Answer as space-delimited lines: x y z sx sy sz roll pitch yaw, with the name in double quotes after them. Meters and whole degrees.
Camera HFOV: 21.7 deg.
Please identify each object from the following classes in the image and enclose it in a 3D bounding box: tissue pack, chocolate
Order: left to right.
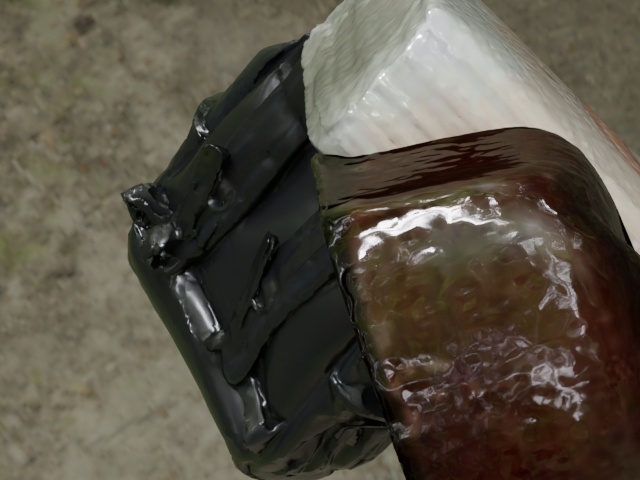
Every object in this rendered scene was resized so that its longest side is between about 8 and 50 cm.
0.050 0.017 0.431 0.080 0.125 0.148 -17 49 3 "chocolate"
0.128 0.032 0.610 0.071 0.325 0.170 -45 13 11 "tissue pack"

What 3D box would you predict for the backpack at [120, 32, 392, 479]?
0.000 0.000 0.813 0.133 0.258 0.206 -8 60 -36 "backpack"
